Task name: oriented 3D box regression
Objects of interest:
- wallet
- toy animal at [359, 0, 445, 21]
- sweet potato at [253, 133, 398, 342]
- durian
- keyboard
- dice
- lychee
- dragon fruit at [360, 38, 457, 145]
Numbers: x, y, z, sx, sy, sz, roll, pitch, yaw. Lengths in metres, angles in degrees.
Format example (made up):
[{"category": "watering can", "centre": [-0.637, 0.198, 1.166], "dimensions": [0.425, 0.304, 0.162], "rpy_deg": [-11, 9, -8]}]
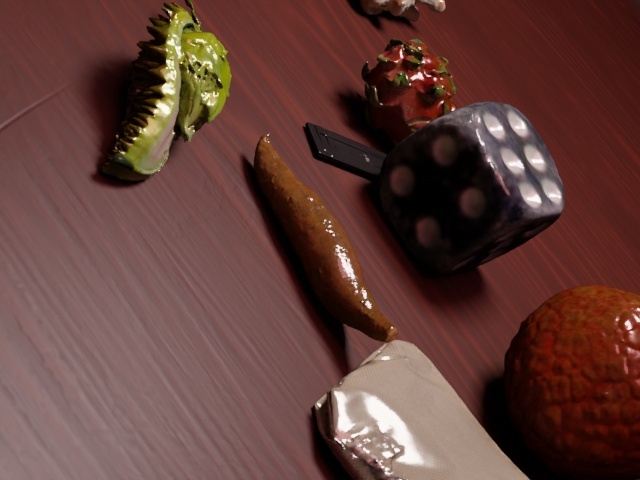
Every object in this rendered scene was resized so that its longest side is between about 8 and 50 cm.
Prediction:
[{"category": "wallet", "centre": [0.135, 0.250, 1.224], "dimensions": [0.335, 0.068, 0.275], "rpy_deg": [51, 25, 19]}, {"category": "toy animal", "centre": [0.116, -0.465, 1.989], "dimensions": [0.185, 0.104, 0.184], "rpy_deg": [-17, 86, -50]}, {"category": "sweet potato", "centre": [0.000, 0.000, 1.342], "dimensions": [0.072, 0.066, 0.314], "rpy_deg": [17, 38, -52]}, {"category": "durian", "centre": [-0.163, -0.191, 1.319], "dimensions": [0.132, 0.106, 0.375], "rpy_deg": [42, 34, -21]}, {"category": "keyboard", "centre": [0.062, -0.111, 1.604], "dimensions": [0.204, 0.013, 0.061], "rpy_deg": [18, 40, -40]}, {"category": "dice", "centre": [0.202, -0.070, 1.555], "dimensions": [0.181, 0.183, 0.182], "rpy_deg": [-11, 71, -53]}, {"category": "lychee", "centre": [0.359, 0.170, 1.424], "dimensions": [0.255, 0.255, 0.300], "rpy_deg": [45, 61, -4]}, {"category": "dragon fruit", "centre": [0.143, -0.184, 1.699], "dimensions": [0.236, 0.135, 0.137], "rpy_deg": [58, 25, -26]}]
